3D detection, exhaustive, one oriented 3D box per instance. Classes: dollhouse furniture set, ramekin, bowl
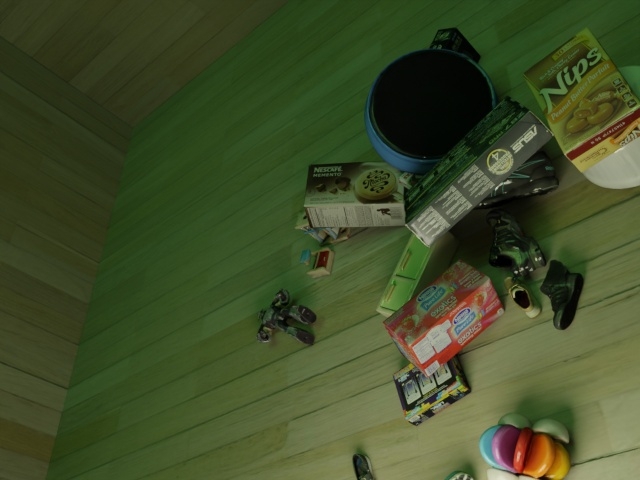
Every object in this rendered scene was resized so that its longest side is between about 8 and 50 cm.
[{"bbox_3d":[0.000,0.000,2.219,0.129,0.129,0.184,-17,49,40],"label":"dollhouse furniture set"},{"bbox_3d":[0.706,-0.272,1.633,0.277,0.135,0.277,-30,42,31],"label":"ramekin"},{"bbox_3d":[0.318,-0.381,2.027,0.391,0.077,0.391,-3,72,10],"label":"bowl"}]

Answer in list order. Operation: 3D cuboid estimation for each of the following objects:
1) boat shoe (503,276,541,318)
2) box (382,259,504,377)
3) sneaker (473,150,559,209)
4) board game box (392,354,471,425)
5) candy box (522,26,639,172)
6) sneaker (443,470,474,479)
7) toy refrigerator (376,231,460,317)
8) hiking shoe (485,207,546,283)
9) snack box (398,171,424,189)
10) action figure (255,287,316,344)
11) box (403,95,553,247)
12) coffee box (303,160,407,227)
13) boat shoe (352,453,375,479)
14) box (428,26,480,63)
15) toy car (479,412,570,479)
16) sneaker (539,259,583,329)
[{"bbox_3d":[0.472,0.126,1.654,0.050,0.045,0.135,-46,37,11],"label":"boat shoe"},{"bbox_3d":[0.296,0.184,1.678,0.257,0.128,0.122,-38,35,-9],"label":"box"},{"bbox_3d":[0.477,-0.148,1.807,0.267,0.101,0.106,-16,81,31],"label":"sneaker"},{"bbox_3d":[0.268,0.347,1.705,0.170,0.048,0.141,-38,37,21],"label":"board game box"},{"bbox_3d":[0.604,-0.326,1.601,0.183,0.087,0.316,-35,41,26],"label":"candy box"},{"bbox_3d":[0.223,0.600,1.512,0.275,0.107,0.110,-51,27,4],"label":"sneaker"},{"bbox_3d":[0.261,0.093,1.880,0.102,0.094,0.269,13,72,52],"label":"toy refrigerator"},{"bbox_3d":[0.451,0.007,1.723,0.114,0.086,0.227,-32,39,2],"label":"hiking shoe"},{"bbox_3d":[0.306,-0.209,2.047,0.064,0.022,0.178,36,60,21],"label":"snack box"},{"bbox_3d":[-0.122,0.244,2.193,0.285,0.099,0.185,3,73,54],"label":"action figure"},{"bbox_3d":[0.380,-0.185,1.779,0.395,0.097,0.318,-44,7,15],"label":"box"},{"bbox_3d":[0.109,-0.138,2.106,0.297,0.119,0.168,-1,55,12],"label":"coffee box"},{"bbox_3d":[0.108,0.583,1.701,0.049,0.040,0.142,-42,37,17],"label":"boat shoe"},{"bbox_3d":[0.400,-0.547,2.192,0.077,0.147,0.180,12,70,52],"label":"box"},{"bbox_3d":[0.402,0.426,1.413,0.182,0.136,0.159,-3,60,48],"label":"toy car"},{"bbox_3d":[0.536,0.123,1.584,0.089,0.051,0.170,2,59,50],"label":"sneaker"}]
